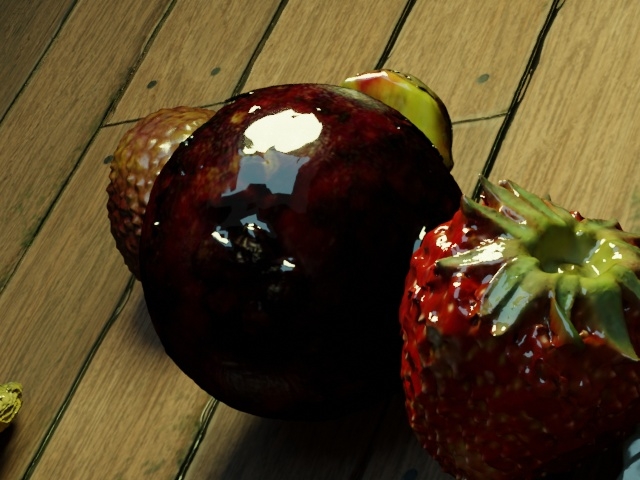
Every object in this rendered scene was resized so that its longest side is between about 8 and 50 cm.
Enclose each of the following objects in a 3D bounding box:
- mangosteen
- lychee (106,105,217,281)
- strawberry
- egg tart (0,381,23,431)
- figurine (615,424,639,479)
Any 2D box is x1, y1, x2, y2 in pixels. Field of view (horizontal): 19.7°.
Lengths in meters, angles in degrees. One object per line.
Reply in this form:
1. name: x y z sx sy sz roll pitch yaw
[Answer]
1. mangosteen: 0.010 0.002 2.040 0.421 0.381 0.381 -24 21 -39
2. lychee: -0.158 -0.048 2.362 0.260 0.260 0.261 -24 36 19
3. strawberry: 0.195 0.130 1.781 0.292 0.343 0.292 11 35 -8
4. egg tart: -0.515 0.245 2.367 0.295 0.116 0.295 -35 9 6
5. figurine: 0.226 0.304 1.635 0.285 0.167 0.342 -35 -10 -3
